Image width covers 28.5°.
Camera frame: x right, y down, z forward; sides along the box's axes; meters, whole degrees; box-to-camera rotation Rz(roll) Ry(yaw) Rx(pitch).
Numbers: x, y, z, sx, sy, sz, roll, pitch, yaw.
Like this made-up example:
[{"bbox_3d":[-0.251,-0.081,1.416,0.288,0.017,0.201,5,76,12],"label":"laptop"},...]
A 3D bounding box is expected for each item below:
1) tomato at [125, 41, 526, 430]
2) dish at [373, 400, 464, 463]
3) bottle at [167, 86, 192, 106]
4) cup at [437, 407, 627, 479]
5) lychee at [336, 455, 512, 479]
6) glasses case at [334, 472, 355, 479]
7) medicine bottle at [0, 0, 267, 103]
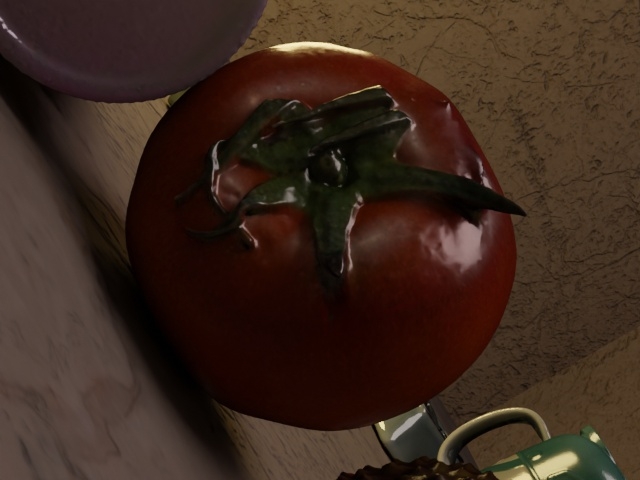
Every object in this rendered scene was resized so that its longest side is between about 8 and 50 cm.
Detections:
[{"bbox_3d":[0.000,0.000,0.829,0.224,0.255,0.256,88,-24,-60],"label":"tomato"},{"bbox_3d":[0.136,0.275,1.808,0.243,0.080,0.182,58,4,-42],"label":"dish"},{"bbox_3d":[-0.104,-0.097,1.508,0.202,0.072,0.072,60,4,1],"label":"bottle"},{"bbox_3d":[0.269,0.357,1.643,0.290,0.257,0.219,62,-1,32],"label":"cup"},{"bbox_3d":[0.055,0.193,0.606,0.188,0.188,0.188,60,4,-6],"label":"lychee"},{"bbox_3d":[0.046,0.256,0.910,0.073,0.049,0.194,58,4,-39],"label":"glasses case"},{"bbox_3d":[-0.140,-0.234,0.917,0.219,0.219,0.388,59,3,-19],"label":"medicine bottle"}]
